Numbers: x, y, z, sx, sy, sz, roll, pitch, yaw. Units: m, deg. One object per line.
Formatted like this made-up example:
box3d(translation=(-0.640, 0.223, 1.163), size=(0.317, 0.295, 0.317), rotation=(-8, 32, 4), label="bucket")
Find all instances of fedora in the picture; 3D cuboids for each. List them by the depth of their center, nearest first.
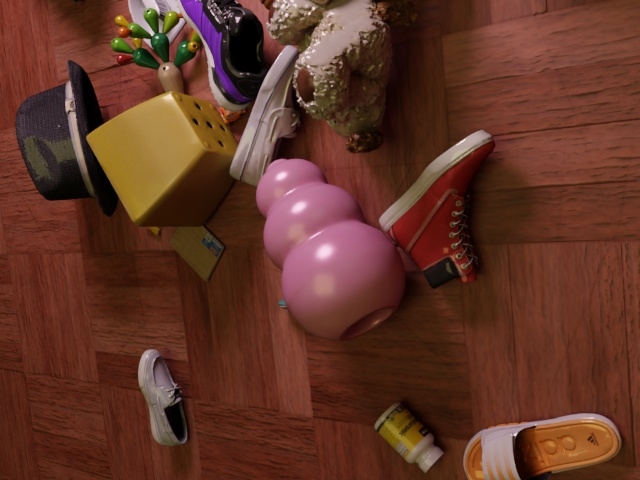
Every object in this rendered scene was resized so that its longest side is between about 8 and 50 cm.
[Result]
box3d(translation=(-0.532, -0.199, 1.437), size=(0.152, 0.334, 0.334), rotation=(-13, 90, -8), label="fedora")

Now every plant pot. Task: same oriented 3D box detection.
box3d(translation=(-0.276, -0.166, 1.333), size=(0.187, 0.212, 0.212), rotation=(-38, 76, 22), label="plant pot")

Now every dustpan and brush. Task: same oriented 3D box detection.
box3d(translation=(-0.359, -0.509, 1.411), size=(0.147, 0.060, 0.211), rotation=(-42, 74, 33), label="dustpan and brush")

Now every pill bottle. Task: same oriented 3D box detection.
box3d(translation=(0.154, 0.340, 1.189), size=(0.116, 0.065, 0.065), rotation=(42, 119, 22), label="pill bottle")

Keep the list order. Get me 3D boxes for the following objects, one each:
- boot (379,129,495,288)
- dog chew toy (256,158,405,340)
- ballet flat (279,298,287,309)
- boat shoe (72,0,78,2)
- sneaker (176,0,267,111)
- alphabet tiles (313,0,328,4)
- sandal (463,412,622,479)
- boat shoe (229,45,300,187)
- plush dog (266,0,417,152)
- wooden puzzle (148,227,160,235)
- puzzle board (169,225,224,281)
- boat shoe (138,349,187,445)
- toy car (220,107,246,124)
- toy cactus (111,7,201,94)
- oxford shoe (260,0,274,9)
box3d(translation=(0.219, -0.037, 1.069), size=(0.176, 0.088, 0.244), rotation=(53, 131, 16), label="boot")
box3d(translation=(0.000, 0.000, 1.168), size=(0.206, 0.206, 0.332), rotation=(-44, 64, 32), label="dog chew toy")
box3d(translation=(-0.030, 0.118, 1.300), size=(0.114, 0.041, 0.041), rotation=(-22, 85, 37), label="ballet flat")
box3d(translation=(-0.521, -0.607, 1.513), size=(0.066, 0.066, 0.183), rotation=(48, 131, 14), label="boat shoe")
box3d(translation=(-0.164, -0.393, 1.242), size=(0.146, 0.102, 0.293), rotation=(-22, 90, 58), label="sneaker")
box3d(translation=(0.039, -0.489, 1.059), size=(0.278, 0.021, 0.284), rotation=(34, 79, 26), label="alphabet tiles")
box3d(translation=(0.322, 0.329, 1.061), size=(0.265, 0.076, 0.102), rotation=(-31, 80, 35), label="sandal")
box3d(translation=(-0.080, -0.215, 1.249), size=(0.088, 0.096, 0.267), rotation=(25, 108, 0), label="boat shoe")
box3d(translation=(0.045, -0.264, 1.096), size=(0.225, 0.210, 0.262), rotation=(84, 167, -54), label="plush dog")
box3d(translation=(-0.368, -0.077, 1.522), size=(0.078, 0.014, 0.116), rotation=(26, 112, 25), label="wooden puzzle")
box3d(translation=(-0.261, 0.010, 1.461), size=(0.128, 0.011, 0.096), rotation=(42, 118, 22), label="puzzle board")
box3d(translation=(-0.341, 0.351, 1.542), size=(0.081, 0.079, 0.227), rotation=(-3, 102, 29), label="boat shoe")
box3d(translation=(-0.183, -0.288, 1.336), size=(0.060, 0.040, 0.122), rotation=(-7, 94, 36), label="toy car")
box3d(translation=(-0.310, -0.368, 1.371), size=(0.219, 0.112, 0.180), rotation=(-9, 116, 8), label="toy cactus")
box3d(translation=(-0.016, -0.421, 1.179), size=(0.212, 0.076, 0.076), rotation=(-5, 108, 37), label="oxford shoe")
